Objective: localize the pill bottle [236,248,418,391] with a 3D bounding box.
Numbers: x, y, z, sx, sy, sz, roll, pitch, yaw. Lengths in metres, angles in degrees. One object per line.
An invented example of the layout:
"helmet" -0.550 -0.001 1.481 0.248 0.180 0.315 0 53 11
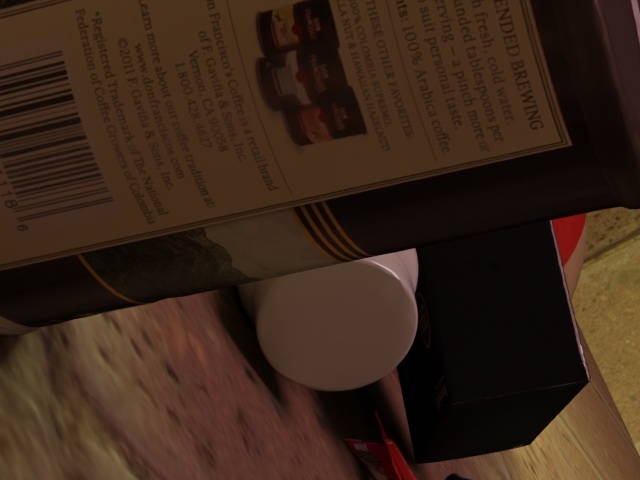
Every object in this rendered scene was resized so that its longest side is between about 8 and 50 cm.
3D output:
"pill bottle" 0.000 0.000 1.163 0.119 0.119 0.208 56 12 -29

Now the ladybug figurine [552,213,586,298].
"ladybug figurine" 0.100 -0.097 1.587 0.449 0.162 0.305 57 -15 -27

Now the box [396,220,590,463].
"box" 0.110 0.050 1.307 0.261 0.103 0.184 98 -21 -74

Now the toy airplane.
"toy airplane" 0.063 0.178 1.255 0.151 0.028 0.151 59 9 -14

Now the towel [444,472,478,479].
"towel" 0.213 0.292 1.237 0.325 0.038 0.248 48 -10 -3

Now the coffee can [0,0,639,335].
"coffee can" -0.019 -0.085 0.710 0.201 0.275 0.201 -12 90 -74
